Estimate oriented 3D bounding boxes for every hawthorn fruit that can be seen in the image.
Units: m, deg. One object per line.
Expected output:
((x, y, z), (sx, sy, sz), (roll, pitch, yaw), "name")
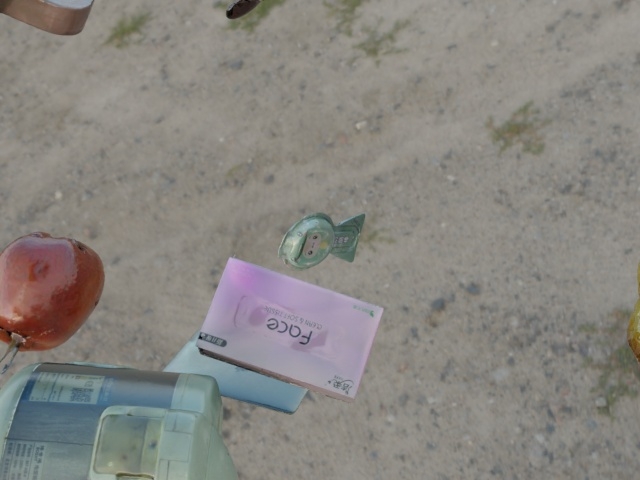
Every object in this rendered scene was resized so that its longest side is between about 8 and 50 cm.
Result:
((-0.539, 0.123, 1.595), (0.211, 0.211, 0.299), (-1, 57, 23), "hawthorn fruit")

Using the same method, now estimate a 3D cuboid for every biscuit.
((-0.065, -0.479, 1.529), (0.235, 0.063, 0.151), (-1, 41, 46), "biscuit")

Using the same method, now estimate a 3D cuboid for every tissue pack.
((-0.045, 0.133, 1.253), (0.246, 0.092, 0.148), (18, 72, 4), "tissue pack")

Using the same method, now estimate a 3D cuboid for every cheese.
((0.000, 0.000, 0.889), (0.121, 0.067, 0.026), (-6, 29, -45), "cheese")

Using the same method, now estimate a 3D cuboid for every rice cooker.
((-0.232, 0.276, 0.950), (0.277, 0.288, 0.288), (4, 47, -2), "rice cooker")

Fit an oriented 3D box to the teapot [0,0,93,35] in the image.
((-0.474, -0.409, 1.113), (0.305, 0.376, 0.361), (-56, 20, 36), "teapot")

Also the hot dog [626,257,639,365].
((0.291, 0.027, 0.450), (0.272, 0.122, 0.196), (-6, 72, 44), "hot dog")

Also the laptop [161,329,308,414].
((-0.144, 0.241, 1.562), (0.269, 0.015, 0.187), (12, 26, 14), "laptop")
